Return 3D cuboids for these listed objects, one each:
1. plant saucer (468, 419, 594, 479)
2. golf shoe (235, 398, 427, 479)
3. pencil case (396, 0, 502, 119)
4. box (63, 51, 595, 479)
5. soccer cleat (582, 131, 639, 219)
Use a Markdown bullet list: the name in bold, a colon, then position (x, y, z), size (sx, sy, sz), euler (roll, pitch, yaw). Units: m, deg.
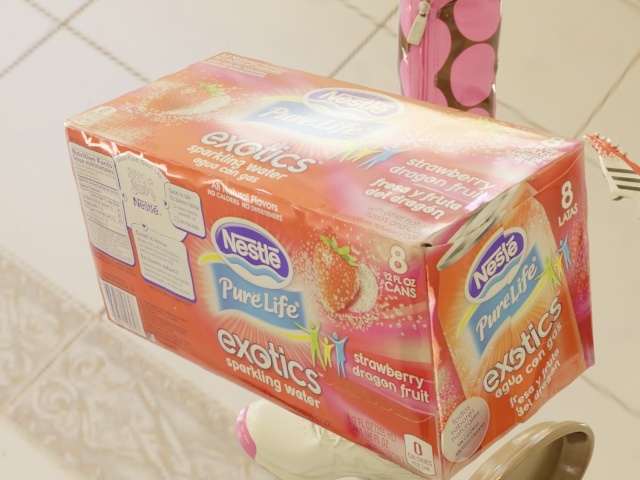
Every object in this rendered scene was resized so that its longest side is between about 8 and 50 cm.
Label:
- **plant saucer**: position (0.216, 0.316, 1.533), size (0.278, 0.278, 0.041), euler (-33, 55, -29)
- **golf shoe**: position (0.047, 0.230, 1.567), size (0.306, 0.140, 0.115), euler (16, 48, -32)
- **pencil case**: position (0.096, -0.117, 1.039), size (0.095, 0.209, 0.098), euler (3, 22, 15)
- **box**: position (0.000, 0.000, 0.663), size (0.257, 0.128, 0.123), euler (20, 39, 42)
- **soccer cleat**: position (0.224, -0.050, 0.989), size (0.083, 0.035, 0.029), euler (45, 15, 26)
